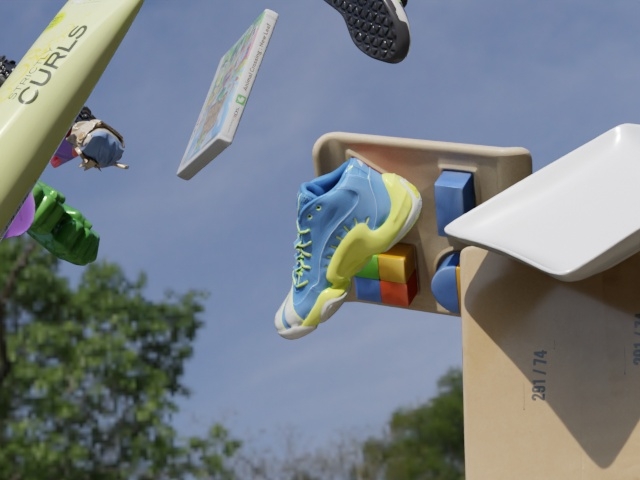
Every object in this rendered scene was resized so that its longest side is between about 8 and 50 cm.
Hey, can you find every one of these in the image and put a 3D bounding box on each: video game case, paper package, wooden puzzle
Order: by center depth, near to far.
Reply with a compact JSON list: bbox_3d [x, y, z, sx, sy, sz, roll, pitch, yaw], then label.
[{"bbox_3d":[0.333,0.152,1.552,0.310,0.324,0.168,-13,-23,34],"label":"paper package"},{"bbox_3d":[-0.128,-0.191,1.761,0.023,0.193,0.212,24,-18,-15],"label":"video game case"},{"bbox_3d":[0.163,-0.007,2.089,0.348,0.080,0.322,5,-57,20],"label":"wooden puzzle"}]

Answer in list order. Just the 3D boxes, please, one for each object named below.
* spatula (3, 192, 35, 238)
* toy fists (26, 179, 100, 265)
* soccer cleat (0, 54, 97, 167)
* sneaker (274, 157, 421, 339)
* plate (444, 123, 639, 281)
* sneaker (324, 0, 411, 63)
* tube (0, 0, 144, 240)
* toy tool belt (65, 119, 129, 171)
[{"bbox_3d":[-0.429,-0.026,1.495,0.296,0.084,0.030,-12,2,40],"label":"spatula"},{"bbox_3d":[-0.505,-0.046,2.411,0.096,0.142,0.279,-49,-38,-9],"label":"toy fists"},{"bbox_3d":[-0.492,-0.209,2.156,0.116,0.108,0.318,-41,-32,11],"label":"soccer cleat"},{"bbox_3d":[0.000,0.000,1.506,0.126,0.091,0.240,38,-74,-14],"label":"sneaker"},{"bbox_3d":[0.313,-0.039,1.459,0.277,0.045,0.278,-30,20,-14],"label":"plate"},{"bbox_3d":[0.076,-0.302,1.634,0.097,0.234,0.084,-1,-50,-28],"label":"sneaker"},{"bbox_3d":[-0.203,-0.098,0.935,0.070,0.240,0.062,25,-24,6],"label":"tube"},{"bbox_3d":[-0.238,-0.099,1.365,0.052,0.051,0.083,-52,-34,11],"label":"toy tool belt"}]
